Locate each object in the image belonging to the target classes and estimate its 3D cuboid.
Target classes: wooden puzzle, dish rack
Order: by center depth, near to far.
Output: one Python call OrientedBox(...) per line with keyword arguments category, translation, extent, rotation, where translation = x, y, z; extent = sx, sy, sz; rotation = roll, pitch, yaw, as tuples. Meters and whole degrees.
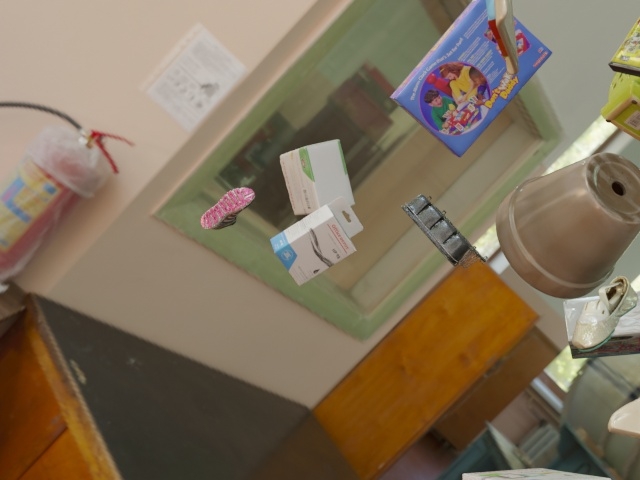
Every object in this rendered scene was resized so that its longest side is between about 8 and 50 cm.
OrientedBox(category="wooden puzzle", translation=(0.364, -0.482, 1.531), extent=(0.238, 0.044, 0.221), rotation=(39, 48, -65))
OrientedBox(category="dish rack", translation=(0.332, -0.014, 1.961), extent=(0.208, 0.074, 0.271), rotation=(53, 11, 23))

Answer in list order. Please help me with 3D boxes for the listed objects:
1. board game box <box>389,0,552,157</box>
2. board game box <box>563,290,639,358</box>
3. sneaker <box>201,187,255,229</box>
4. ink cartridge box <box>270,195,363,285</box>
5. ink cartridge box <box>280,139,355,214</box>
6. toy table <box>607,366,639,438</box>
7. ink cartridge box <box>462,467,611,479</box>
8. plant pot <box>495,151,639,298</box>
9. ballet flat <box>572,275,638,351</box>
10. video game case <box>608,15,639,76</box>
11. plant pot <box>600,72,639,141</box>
OrientedBox(category="board game box", translation=(0.381, -0.421, 1.923), extent=(0.233, 0.347, 0.078), rotation=(40, 8, -11))
OrientedBox(category="board game box", translation=(0.675, 0.195, 1.712), extent=(0.303, 0.224, 0.098), rotation=(38, 46, -65))
OrientedBox(category="sneaker", translation=(-0.247, -0.084, 2.073), extent=(0.063, 0.170, 0.075), rotation=(57, 10, 19))
OrientedBox(category="ink cartridge box", translation=(0.000, 0.000, 1.571), extent=(0.104, 0.180, 0.060), rotation=(55, 5, -29))
OrientedBox(category="ink cartridge box", translation=(-0.012, -0.143, 1.758), extent=(0.212, 0.093, 0.154), rotation=(180, -105, -70))
OrientedBox(category="toy table", translation=(0.611, 0.261, 1.233), extent=(0.252, 0.161, 0.274), rotation=(2, -32, 27))
OrientedBox(category="ink cartridge box", translation=(0.425, 0.563, 1.485), extent=(0.270, 0.198, 0.197), rotation=(133, -44, -73))
OrientedBox(category="plant pot", translation=(0.631, -0.057, 1.812), extent=(0.323, 0.323, 0.280), rotation=(44, -32, 4))
OrientedBox(category="ballet flat", translation=(0.397, 0.099, 1.068), extent=(0.168, 0.057, 0.052), rotation=(-29, 102, -43))
OrientedBox(category="video game case", translation=(0.825, -0.465, 1.684), extent=(0.035, 0.248, 0.275), rotation=(32, 2, -39))
OrientedBox(category="plant pot", translation=(0.983, -0.426, 2.233), extent=(0.227, 0.207, 0.228), rotation=(33, -17, 2))
